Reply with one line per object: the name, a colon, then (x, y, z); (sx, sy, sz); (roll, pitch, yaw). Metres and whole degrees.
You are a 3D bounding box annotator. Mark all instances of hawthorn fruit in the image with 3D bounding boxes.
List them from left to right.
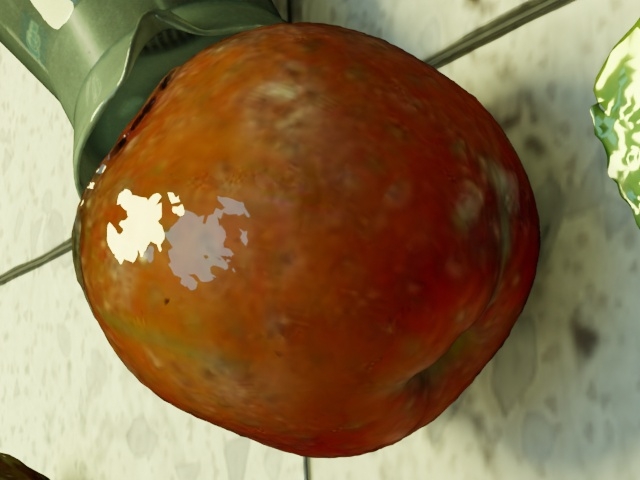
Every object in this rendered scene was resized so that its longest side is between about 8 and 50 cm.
hawthorn fruit: (0.000, 0.000, 0.645); (0.173, 0.173, 0.173); (-12, 76, 59)

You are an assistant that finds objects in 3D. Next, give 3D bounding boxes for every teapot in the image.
teapot: (-0.091, -0.114, 0.834); (0.203, 0.171, 0.225); (81, 163, -55)

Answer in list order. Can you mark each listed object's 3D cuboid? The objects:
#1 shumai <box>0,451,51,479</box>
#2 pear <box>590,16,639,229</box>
shumai: (-0.258, 0.236, 1.012); (0.261, 0.225, 0.222); (-6, 65, 20)
pear: (0.202, 0.035, 0.300); (0.292, 0.159, 0.292); (-3, 86, 57)
